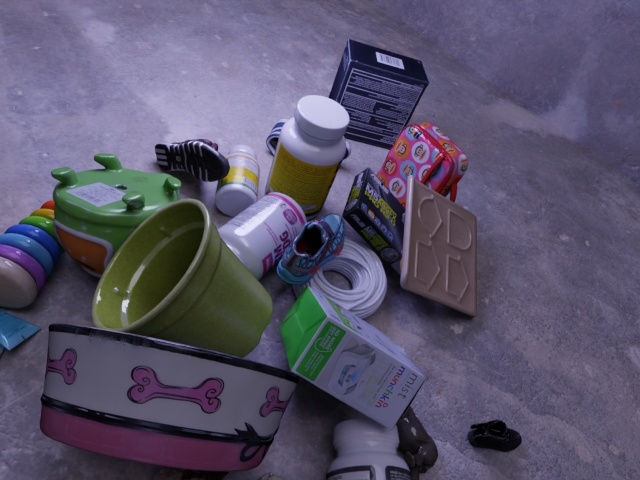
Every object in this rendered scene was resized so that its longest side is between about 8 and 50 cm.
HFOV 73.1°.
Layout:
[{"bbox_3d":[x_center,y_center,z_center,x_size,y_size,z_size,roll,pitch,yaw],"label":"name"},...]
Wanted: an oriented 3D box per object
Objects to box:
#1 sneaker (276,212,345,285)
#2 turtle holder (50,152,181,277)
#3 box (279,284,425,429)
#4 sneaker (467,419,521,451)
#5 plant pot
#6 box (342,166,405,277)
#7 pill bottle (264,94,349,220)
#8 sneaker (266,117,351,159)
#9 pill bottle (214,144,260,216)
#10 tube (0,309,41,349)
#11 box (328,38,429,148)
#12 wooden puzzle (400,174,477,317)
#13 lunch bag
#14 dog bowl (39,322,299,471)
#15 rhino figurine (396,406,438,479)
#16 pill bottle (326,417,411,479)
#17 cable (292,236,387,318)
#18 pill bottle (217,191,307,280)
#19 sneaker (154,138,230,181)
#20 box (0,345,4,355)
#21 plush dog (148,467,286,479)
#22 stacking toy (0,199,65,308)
[{"bbox_3d":[0.000,0.000,1.067,0.104,0.125,0.262,33,46,8],"label":"sneaker"},{"bbox_3d":[-0.453,-0.059,0.987,0.243,0.228,0.320,10,26,-13],"label":"turtle holder"},{"bbox_3d":[0.052,0.222,0.891,0.231,0.262,0.127,34,89,-13],"label":"box"},{"bbox_3d":[0.410,0.447,0.994,0.170,0.089,0.051,8,49,-15],"label":"sneaker"},{"bbox_3d":[-0.234,0.105,0.832,0.254,0.275,0.276,46,32,-39],"label":"plant pot"},{"bbox_3d":[0.188,-0.053,1.260,0.270,0.060,0.216,46,37,-19],"label":"box"},{"bbox_3d":[-0.038,-0.226,1.223,0.187,0.334,0.188,11,49,-13],"label":"pill bottle"},{"bbox_3d":[-0.046,-0.311,1.451,0.281,0.099,0.153,21,42,6],"label":"sneaker"},{"bbox_3d":[-0.236,-0.180,1.253,0.117,0.118,0.209,10,49,-14],"label":"pill bottle"},{"bbox_3d":[-0.673,0.148,0.850,0.206,0.052,0.080,26,27,-1],"label":"tube"},{"bbox_3d":[0.193,-0.535,1.603,0.295,0.294,0.183,12,46,-12],"label":"box"},{"bbox_3d":[0.331,0.025,1.228,0.347,0.080,0.323,26,62,-35],"label":"wooden puzzle"},{"bbox_3d":[0.320,-0.196,1.370,0.120,0.293,0.258,-17,59,-38],"label":"lunch bag"},{"bbox_3d":[-0.246,0.258,0.708,0.407,0.408,0.151,15,70,-9],"label":"dog bowl"},{"bbox_3d":[0.170,0.395,0.954,0.106,0.073,0.243,0,48,-42],"label":"rhino figurine"},{"bbox_3d":[0.091,0.486,0.786,0.162,0.162,0.279,11,48,-12],"label":"pill bottle"},{"bbox_3d":[0.051,0.102,1.148,0.256,0.089,0.257,-6,52,-26],"label":"cable"},{"bbox_3d":[-0.172,0.009,1.089,0.160,0.160,0.283,37,49,11],"label":"pill bottle"},{"bbox_3d":[-0.330,-0.251,1.243,0.281,0.107,0.162,18,31,30],"label":"sneaker"},{"bbox_3d":[-0.666,0.251,0.770,0.108,0.042,0.178,13,49,-11],"label":"box"},{"bbox_3d":[-0.203,0.469,0.703,0.225,0.211,0.262,34,15,28],"label":"plush dog"},{"bbox_3d":[-0.622,-0.014,0.965,0.141,0.141,0.331,17,41,-8],"label":"stacking toy"}]
